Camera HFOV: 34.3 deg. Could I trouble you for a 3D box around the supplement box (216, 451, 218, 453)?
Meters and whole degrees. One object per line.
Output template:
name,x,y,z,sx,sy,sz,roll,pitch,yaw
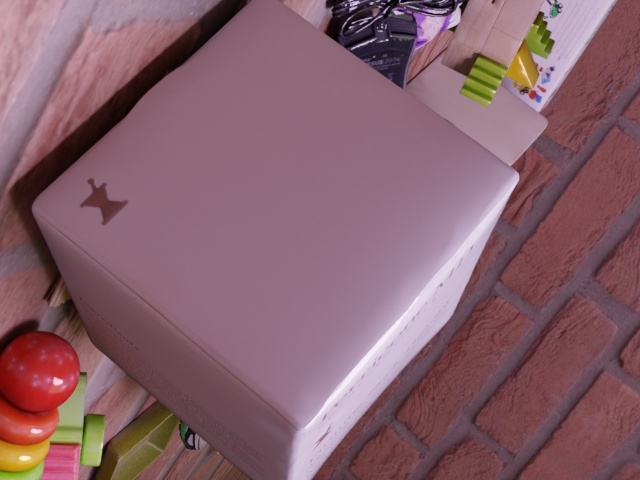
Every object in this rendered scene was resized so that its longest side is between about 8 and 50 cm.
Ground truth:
supplement box,-0.085,0.213,1.560,0.194,0.129,0.191,-34,166,1

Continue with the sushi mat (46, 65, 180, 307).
sushi mat,-0.193,-0.062,1.138,0.316,0.019,0.151,-57,166,25

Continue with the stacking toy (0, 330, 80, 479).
stacking toy,-0.363,0.246,1.181,0.330,0.141,0.141,-60,166,22

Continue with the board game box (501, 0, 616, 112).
board game box,0.402,-0.405,1.887,0.053,0.193,0.305,-38,163,-46

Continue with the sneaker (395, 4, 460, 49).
sneaker,0.136,-0.326,1.406,0.104,0.095,0.236,-42,168,-6

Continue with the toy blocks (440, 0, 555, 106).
toy blocks,0.311,-0.415,1.568,0.381,0.191,0.261,-58,174,-45

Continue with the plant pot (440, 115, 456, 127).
plant pot,0.147,-0.080,1.690,0.275,0.275,0.293,-47,169,-18

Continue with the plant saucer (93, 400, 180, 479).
plant saucer,-0.332,0.370,1.854,0.188,0.045,0.188,-39,164,-46

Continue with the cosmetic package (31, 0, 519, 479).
cosmetic package,-0.048,0.031,1.108,0.329,0.327,0.393,-47,166,-20

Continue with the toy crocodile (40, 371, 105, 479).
toy crocodile,-0.343,0.312,1.309,0.105,0.115,0.340,-111,-147,-63

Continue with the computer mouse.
computer mouse,0.067,-0.247,1.367,0.189,0.072,0.272,-11,146,-24

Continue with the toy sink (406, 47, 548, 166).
toy sink,0.262,-0.205,1.873,0.153,0.234,0.131,-45,166,-30

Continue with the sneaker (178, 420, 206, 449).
sneaker,-0.145,0.276,2.024,0.343,0.146,0.134,-49,168,-5
